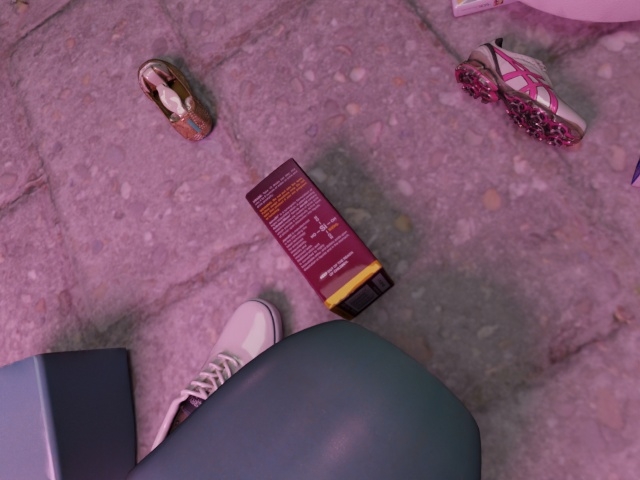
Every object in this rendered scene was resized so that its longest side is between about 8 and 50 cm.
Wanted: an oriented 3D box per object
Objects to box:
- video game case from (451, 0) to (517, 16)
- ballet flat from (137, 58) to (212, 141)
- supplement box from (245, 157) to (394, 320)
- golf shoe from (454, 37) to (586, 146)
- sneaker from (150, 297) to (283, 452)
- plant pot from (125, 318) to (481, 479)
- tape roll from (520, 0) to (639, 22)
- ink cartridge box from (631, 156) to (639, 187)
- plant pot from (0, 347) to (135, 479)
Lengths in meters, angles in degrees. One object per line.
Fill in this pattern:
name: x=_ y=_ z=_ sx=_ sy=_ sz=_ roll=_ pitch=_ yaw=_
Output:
video game case: x=0.282 y=-0.448 z=0.726 sx=0.206 sy=0.026 sz=0.227 roll=-9 pitch=72 yaw=14
ballet flat: x=-0.245 y=-0.243 z=0.801 sx=0.073 sy=0.067 sz=0.206 roll=-45 pitch=67 yaw=1
supplement box: x=0.000 y=0.000 z=0.635 sx=0.081 sy=0.104 sz=0.188 roll=-39 pitch=67 yaw=2
golf shoe: x=0.264 y=-0.194 z=0.632 sx=0.086 sy=0.067 sz=0.186 roll=-44 pitch=67 yaw=-1
sneaker: x=-0.126 y=0.191 z=0.622 sx=0.094 sy=0.091 sz=0.258 roll=20 pitch=81 yaw=21
plant pot: x=0.012 y=0.221 z=0.477 sx=0.293 sy=0.293 sz=0.235 roll=34 pitch=71 yaw=23
tape roll: x=0.384 y=-0.468 z=0.652 sx=0.392 sy=0.072 sz=0.392 roll=-3 pitch=73 yaw=9
ink cartridge box: x=0.455 y=-0.065 z=0.519 sx=0.207 sy=0.097 sz=0.046 roll=20 pitch=80 yaw=21
plant pot: x=-0.341 y=0.276 z=0.632 sx=0.165 sy=0.166 sz=0.234 roll=-20 pitch=77 yaw=10
